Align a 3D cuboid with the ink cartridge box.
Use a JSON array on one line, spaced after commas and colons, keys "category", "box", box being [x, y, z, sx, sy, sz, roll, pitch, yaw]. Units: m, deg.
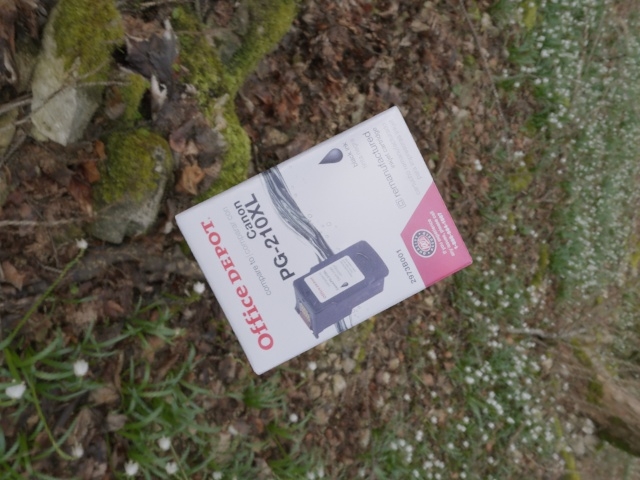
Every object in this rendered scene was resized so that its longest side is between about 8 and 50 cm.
[{"category": "ink cartridge box", "box": [0.000, 0.000, 0.614, 0.237, 0.100, 0.172, -27, 94, -5]}]
